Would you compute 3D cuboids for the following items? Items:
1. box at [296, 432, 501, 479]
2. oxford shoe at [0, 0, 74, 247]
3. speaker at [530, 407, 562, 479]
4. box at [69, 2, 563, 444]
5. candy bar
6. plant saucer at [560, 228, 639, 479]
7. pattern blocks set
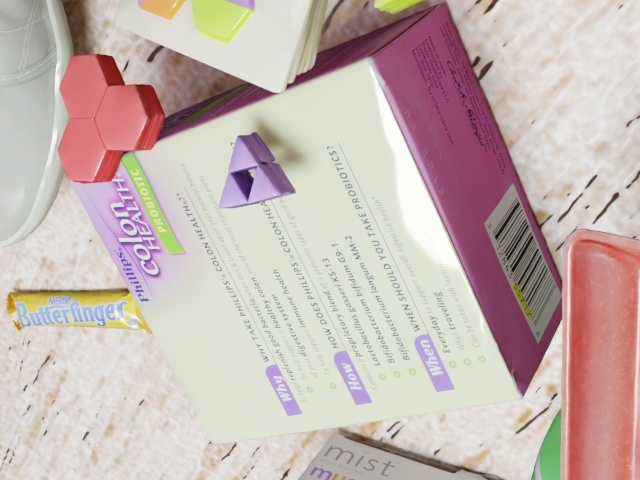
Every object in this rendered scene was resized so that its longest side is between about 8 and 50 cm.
[{"bbox_3d":[0.102,0.299,0.754,0.262,0.127,0.231,15,125,23],"label":"box"},{"bbox_3d":[-0.254,-0.186,0.640,0.169,0.130,0.449,17,123,16],"label":"oxford shoe"},{"bbox_3d":[0.227,0.072,0.550,0.131,0.131,0.296,31,128,11],"label":"speaker"},{"bbox_3d":[0.000,0.000,0.643,0.243,0.117,0.213,-16,108,34],"label":"box"},{"bbox_3d":[-0.210,0.061,0.860,0.161,0.018,0.040,-2,115,29],"label":"candy bar"},{"bbox_3d":[0.227,0.133,0.438,0.258,0.048,0.259,15,117,45],"label":"plant saucer"},{"bbox_3d":[-0.045,-0.179,0.535,0.285,0.026,0.324,9,97,35],"label":"pattern blocks set"}]
